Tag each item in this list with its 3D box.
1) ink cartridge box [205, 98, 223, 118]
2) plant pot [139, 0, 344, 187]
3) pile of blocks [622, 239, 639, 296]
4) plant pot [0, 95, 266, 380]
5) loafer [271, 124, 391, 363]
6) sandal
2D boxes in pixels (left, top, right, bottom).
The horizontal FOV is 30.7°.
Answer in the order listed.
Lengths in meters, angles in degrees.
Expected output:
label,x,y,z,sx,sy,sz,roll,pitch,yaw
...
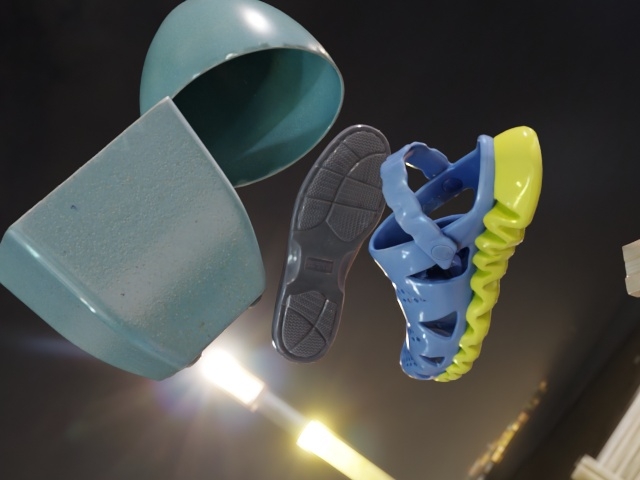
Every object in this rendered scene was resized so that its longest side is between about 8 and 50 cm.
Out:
label,x,y,z,sx,sy,sz,roll,pitch,yaw
ink cartridge box,-0.157,-0.220,1.865,0.092,0.090,0.143,-27,40,41
plant pot,-0.137,-0.239,1.667,0.290,0.195,0.290,-20,-30,-12
pile of blocks,0.455,-0.043,1.259,0.362,0.148,0.113,120,150,-62
plant pot,-0.213,0.028,1.408,0.248,0.252,0.247,-44,5,-24
loafer,0.000,0.000,1.454,0.095,0.109,0.303,-160,88,-75
sandal,0.110,0.012,1.118,0.126,0.138,0.317,-82,2,-48
